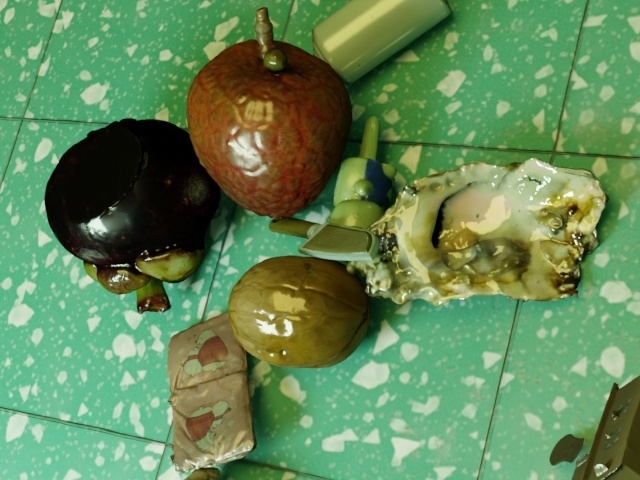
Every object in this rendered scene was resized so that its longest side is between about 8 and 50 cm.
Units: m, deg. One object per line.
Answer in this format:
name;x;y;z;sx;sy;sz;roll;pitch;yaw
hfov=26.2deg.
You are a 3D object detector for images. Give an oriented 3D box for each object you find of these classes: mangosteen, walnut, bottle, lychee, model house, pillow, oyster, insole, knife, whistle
mangosteen;-0.276;-0.040;2.059;0.287;0.233;0.288;-8;66;20
walnut;-0.032;0.098;1.903;0.207;0.167;0.167;2;71;22
bottle;0.069;-0.312;2.053;0.245;0.104;0.104;-34;57;13
lychee;-0.068;-0.179;1.963;0.255;0.255;0.300;40;127;35
model house;0.355;0.300;1.631;0.248;0.176;0.181;-46;9;45
pillow;-0.156;0.219;1.980;0.135;0.049;0.248;-20;46;13
oyster;0.209;-0.008;1.854;0.354;0.107;0.201;-2;78;10
insole;0.300;0.256;1.680;0.002;0.135;0.045;27;82;0
knife;-0.001;0.001;1.902;0.061;0.027;0.343;-42;21;-17
whistle;0.062;-0.069;1.966;0.085;0.105;0.227;10;70;1

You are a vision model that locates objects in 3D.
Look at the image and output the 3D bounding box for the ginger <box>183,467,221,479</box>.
ginger;-0.218;0.432;1.902;0.221;0.130;0.276;17;72;46
